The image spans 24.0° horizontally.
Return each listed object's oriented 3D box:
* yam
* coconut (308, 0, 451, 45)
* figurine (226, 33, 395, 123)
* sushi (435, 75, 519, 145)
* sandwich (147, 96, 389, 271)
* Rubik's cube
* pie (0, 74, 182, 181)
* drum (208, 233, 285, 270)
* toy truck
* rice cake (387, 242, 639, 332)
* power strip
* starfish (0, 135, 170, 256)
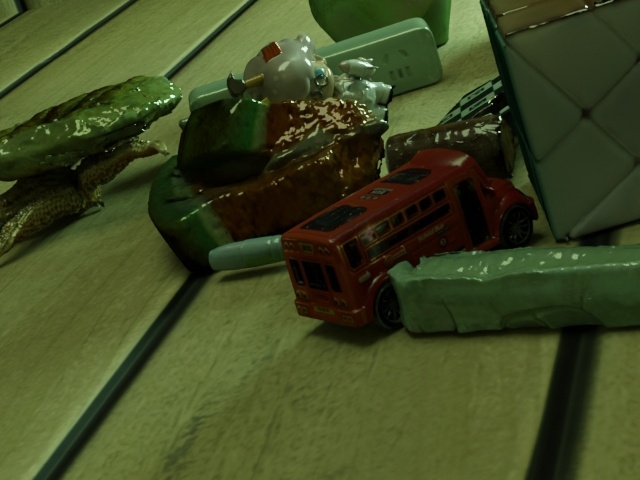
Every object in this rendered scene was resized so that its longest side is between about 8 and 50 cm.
[{"bbox_3d":[0.149,-0.096,1.694,0.141,0.079,0.079,-10,20,24],"label":"yam"},{"bbox_3d":[0.109,-0.382,2.343,0.204,0.236,0.236,-47,2,31],"label":"coconut"},{"bbox_3d":[-0.015,-0.204,2.004,0.229,0.137,0.112,11,3,-12],"label":"figurine"},{"bbox_3d":[0.240,-0.165,1.843,0.264,0.050,0.290,-28,11,36],"label":"sushi"},{"bbox_3d":[-0.066,-0.095,1.745,0.301,0.162,0.250,-18,23,7],"label":"sandwich"},{"bbox_3d":[0.300,-0.160,1.504,0.221,0.231,0.225,-17,21,5],"label":"Rubik's cube"},{"bbox_3d":[-0.329,-0.156,2.045,0.306,0.071,0.306,-21,13,5],"label":"pie"},{"bbox_3d":[0.010,-0.009,1.607,0.253,0.049,0.130,-3,24,35],"label":"drum"},{"bbox_3d":[0.089,-0.010,1.443,0.252,0.114,0.107,-31,22,-31],"label":"toy truck"},{"bbox_3d":[0.209,0.039,1.276,0.336,0.066,0.063,-5,23,35],"label":"rice cake"},{"bbox_3d":[-0.018,-0.219,2.153,0.385,0.091,0.062,-17,22,1],"label":"power strip"},{"bbox_3d":[-0.352,-0.057,2.013,0.293,0.084,0.301,-26,17,-12],"label":"starfish"}]
